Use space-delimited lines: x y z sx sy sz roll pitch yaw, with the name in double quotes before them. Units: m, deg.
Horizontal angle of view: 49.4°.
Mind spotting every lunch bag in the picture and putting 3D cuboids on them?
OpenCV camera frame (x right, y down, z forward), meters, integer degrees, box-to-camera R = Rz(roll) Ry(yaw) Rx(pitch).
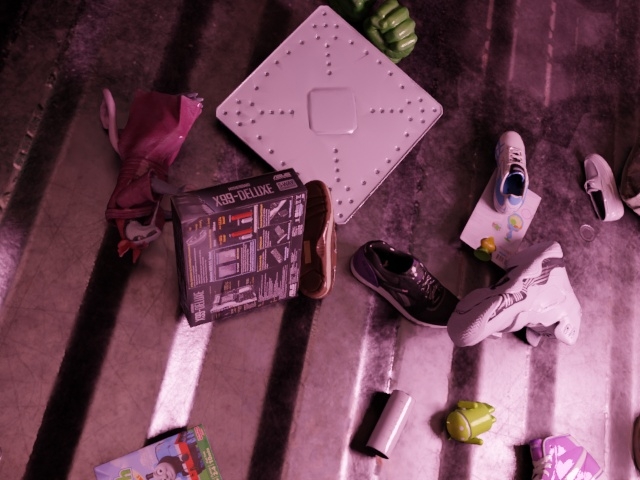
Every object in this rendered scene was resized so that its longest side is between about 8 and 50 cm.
"lunch bag" 0.895 -0.125 1.770 0.235 0.169 0.287 38 62 -9

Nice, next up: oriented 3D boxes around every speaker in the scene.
"speaker" 0.147 0.382 1.446 0.055 0.055 0.136 32 66 -3

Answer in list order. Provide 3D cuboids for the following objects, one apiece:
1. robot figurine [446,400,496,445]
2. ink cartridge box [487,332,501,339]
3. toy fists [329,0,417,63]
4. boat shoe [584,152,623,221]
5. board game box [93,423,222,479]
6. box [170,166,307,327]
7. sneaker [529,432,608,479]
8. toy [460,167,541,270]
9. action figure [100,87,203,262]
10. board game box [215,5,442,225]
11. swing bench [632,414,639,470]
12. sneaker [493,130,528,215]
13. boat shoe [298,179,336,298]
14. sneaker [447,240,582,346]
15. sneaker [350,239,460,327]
"robot figurine" 0.319 0.387 1.487 0.115 0.067 0.101 -16 106 -21
"ink cartridge box" 0.394 0.181 1.603 0.048 0.028 0.083 17 66 -10
"toy fists" 0.128 -0.570 1.738 0.096 0.142 0.279 -38 84 -24
"boat shoe" 0.716 -0.135 1.795 0.063 0.066 0.184 -14 85 -21
"board game box" -0.296 0.461 1.303 0.211 0.039 0.160 -19 77 -20
"box" -0.157 0.021 1.356 0.242 0.308 0.077 -15 49 -19
"sneaker" 0.466 0.517 1.471 0.282 0.102 0.161 -28 77 -33
"toy" 0.427 -0.048 1.680 0.136 0.056 0.237 35 59 -3
"action figure" -0.360 -0.139 1.389 0.275 0.248 0.371 16 64 -9
"board game box" 0.024 -0.294 1.625 0.390 0.050 0.390 41 76 2
"swing bench" 0.860 0.417 1.526 0.254 0.253 0.165 -8 73 -19
"sneaker" 0.465 -0.171 1.670 0.085 0.086 0.237 16 60 -10
"boat shoe" -0.007 0.000 1.522 0.095 0.095 0.258 -1 79 23
"sneaker" 0.447 0.171 1.530 0.365 0.137 0.210 -35 99 -30
"sneaker" 0.202 0.098 1.527 0.283 0.124 0.107 30 66 -4
